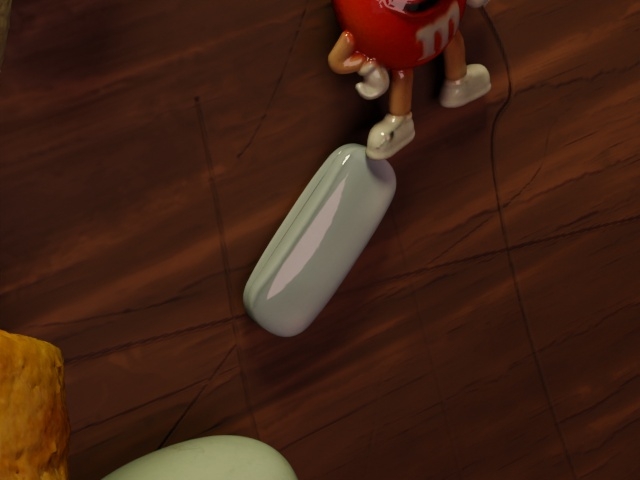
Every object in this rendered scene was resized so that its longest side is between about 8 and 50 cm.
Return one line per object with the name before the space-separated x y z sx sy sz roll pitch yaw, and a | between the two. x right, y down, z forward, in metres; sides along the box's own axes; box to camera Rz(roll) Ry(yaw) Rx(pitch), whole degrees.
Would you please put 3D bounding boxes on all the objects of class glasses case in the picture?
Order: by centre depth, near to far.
glasses case | 0.000 0.000 1.223 0.067 0.045 0.178 36 84 -34

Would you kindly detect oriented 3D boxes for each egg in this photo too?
egg | -0.123 0.264 1.150 0.264 0.183 0.182 -41 122 -22

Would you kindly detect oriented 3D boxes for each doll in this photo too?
doll | 0.078 -0.192 1.188 0.183 0.085 0.217 -34 123 -31

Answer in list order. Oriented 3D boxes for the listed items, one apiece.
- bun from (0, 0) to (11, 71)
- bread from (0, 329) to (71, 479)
bun | -0.340 -0.151 0.850 0.326 0.234 0.362 16 110 -34
bread | -0.307 0.120 0.942 0.312 0.312 0.172 11 83 -33
